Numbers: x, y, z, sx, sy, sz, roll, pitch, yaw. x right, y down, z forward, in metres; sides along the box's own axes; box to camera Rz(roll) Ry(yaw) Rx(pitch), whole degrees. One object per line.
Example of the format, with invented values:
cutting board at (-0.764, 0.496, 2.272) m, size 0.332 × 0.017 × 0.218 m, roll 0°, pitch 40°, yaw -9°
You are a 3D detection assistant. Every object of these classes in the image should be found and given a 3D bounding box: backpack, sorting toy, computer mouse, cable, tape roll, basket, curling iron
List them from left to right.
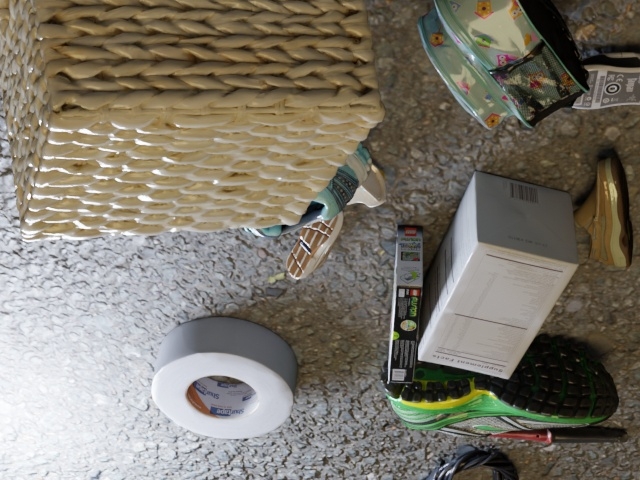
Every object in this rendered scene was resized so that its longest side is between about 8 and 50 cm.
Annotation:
basket at (-0.149, -0.177, 1.183) m, size 0.331 × 0.266 × 0.328 m, roll -2°, pitch 160°, yaw -20°
tape roll at (-0.146, 0.215, 1.845) m, size 0.219 × 0.072 × 0.219 m, roll 2°, pitch 135°, yaw 2°
sorting toy at (0.035, -0.077, 1.550) m, size 0.083 × 0.045 × 0.075 m, roll 43°, pitch 136°, yaw -20°
cable at (0.260, 0.414, 2.025) m, size 0.151 × 0.047 × 0.184 m, roll 19°, pitch 134°, yaw -14°
backpack at (0.185, -0.227, 1.288) m, size 0.144 × 0.166 × 0.188 m, roll -26°, pitch 126°, yaw 16°
curling iron at (0.355, 0.300, 1.905) m, size 0.274 × 0.035 × 0.068 m, roll 10°, pitch 136°, yaw -4°
computer mouse at (0.369, -0.194, 1.395) m, size 0.193 × 0.042 × 0.106 m, roll -1°, pitch 140°, yaw -1°

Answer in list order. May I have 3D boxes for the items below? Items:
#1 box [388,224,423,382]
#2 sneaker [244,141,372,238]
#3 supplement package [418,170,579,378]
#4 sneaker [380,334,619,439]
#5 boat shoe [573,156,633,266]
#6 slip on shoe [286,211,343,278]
box at (0.117, 0.090, 1.659) m, size 0.036 × 0.114 × 0.207 m, roll 3°, pitch 136°, yaw 3°
sneaker at (-0.077, -0.059, 1.495) m, size 0.283 × 0.122 × 0.110 m, roll -12°, pitch 128°, yaw 37°
supplement package at (0.228, 0.050, 1.591) m, size 0.139 × 0.134 × 0.244 m, roll 13°, pitch 135°, yaw -8°
sneaker at (0.270, 0.228, 1.793) m, size 0.344 × 0.134 × 0.146 m, roll 2°, pitch 143°, yaw 17°
boat shoe at (0.360, -0.032, 1.547) m, size 0.072 × 0.068 × 0.190 m, roll 2°, pitch 137°, yaw 21°
slip on shoe at (0.000, 0.000, 1.634) m, size 0.041 × 0.051 × 0.135 m, roll -12°, pitch 142°, yaw -43°
